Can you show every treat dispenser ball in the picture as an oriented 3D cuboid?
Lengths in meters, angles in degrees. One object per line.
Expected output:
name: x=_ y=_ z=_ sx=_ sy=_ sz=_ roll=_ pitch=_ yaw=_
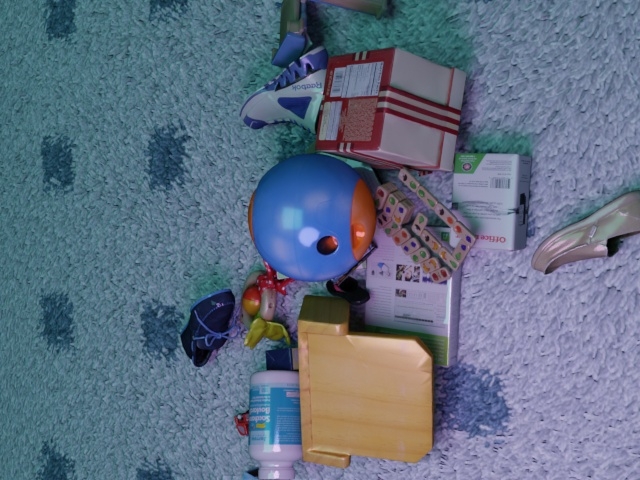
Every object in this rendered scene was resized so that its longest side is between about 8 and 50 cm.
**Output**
treat dispenser ball: x=-0.019 y=-0.051 z=1.827 sx=0.288 sy=0.288 sz=0.288 roll=2 pitch=93 yaw=35

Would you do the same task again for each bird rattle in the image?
bird rattle: x=-0.160 y=0.154 z=2.131 sx=0.207 sy=0.143 sz=0.253 roll=10 pitch=101 yaw=58

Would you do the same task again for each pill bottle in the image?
pill bottle: x=-0.109 y=0.465 z=2.054 sx=0.146 sy=0.146 sz=0.264 roll=-12 pitch=70 yaw=35

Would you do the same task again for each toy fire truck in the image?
toy fire truck: x=-0.139 y=0.513 z=2.182 sx=0.192 sy=0.047 sz=0.135 roll=-20 pitch=82 yaw=34

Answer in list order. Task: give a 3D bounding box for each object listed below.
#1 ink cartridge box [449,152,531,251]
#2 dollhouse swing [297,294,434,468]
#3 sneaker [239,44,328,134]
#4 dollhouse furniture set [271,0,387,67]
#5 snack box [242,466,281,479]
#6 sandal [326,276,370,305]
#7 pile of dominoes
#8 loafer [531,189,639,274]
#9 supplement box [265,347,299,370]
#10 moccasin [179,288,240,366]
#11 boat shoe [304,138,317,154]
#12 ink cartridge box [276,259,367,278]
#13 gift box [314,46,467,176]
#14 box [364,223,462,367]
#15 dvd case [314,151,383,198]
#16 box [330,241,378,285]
ink cartridge box: x=0.370 y=-0.084 z=1.778 sx=0.153 sy=0.087 sz=0.208 roll=6 pitch=94 yaw=34
dollhouse swing: x=0.106 y=0.325 z=1.931 sx=0.305 sy=0.315 sz=0.346 roll=-2 pitch=102 yaw=4
sneaker: x=-0.059 y=-0.327 z=2.033 sx=0.315 sy=0.127 sz=0.182 roll=-30 pitch=91 yaw=44
dollhouse furniture set: x=0.011 y=-0.599 z=2.023 sx=0.303 sy=0.198 sz=0.286 roll=134 pitch=141 yaw=-60
snack box: x=-0.082 y=0.753 z=2.144 sx=0.322 sy=0.060 sz=0.187 roll=19 pitch=103 yaw=33
sandal: x=0.065 y=0.112 z=1.979 sx=0.179 sy=0.067 sz=0.040 roll=25 pitch=141 yaw=64
pile of dominoes: x=0.213 y=-0.021 z=1.803 sx=0.251 sy=0.040 sz=0.196 roll=47 pitch=142 yaw=23
loafer: x=0.549 y=0.001 z=1.649 sx=0.268 sy=0.102 sz=0.092 roll=-38 pitch=65 yaw=29
supplement box: x=-0.084 y=0.308 z=2.110 sx=0.083 sy=0.083 sz=0.056 roll=-10 pitch=80 yaw=35
moccasin: x=-0.286 y=0.240 z=2.194 sx=0.116 sy=0.138 sz=0.342 roll=67 pitch=155 yaw=21
boat shoe: x=-0.012 y=-0.173 z=2.053 sx=0.227 sy=0.069 sz=0.081 roll=-53 pitch=49 yaw=15
ink cartridge box: x=0.000 y=0.000 z=2.025 sx=0.235 sy=0.056 sz=0.171 roll=-9 pitch=87 yaw=20
gift box: x=0.155 y=-0.290 z=1.815 sx=0.276 sy=0.258 sz=0.255 roll=15 pitch=94 yaw=52
box: x=0.215 y=0.121 z=1.915 sx=0.232 sy=0.058 sz=0.322 roll=5 pitch=94 yaw=35
dvd case: x=0.017 y=-0.129 z=1.981 sx=0.253 sy=0.022 sz=0.180 roll=-27 pitch=81 yaw=17
box: x=0.059 y=0.028 z=1.954 sx=0.137 sy=0.027 sz=0.094 roll=-45 pitch=65 yaw=13
